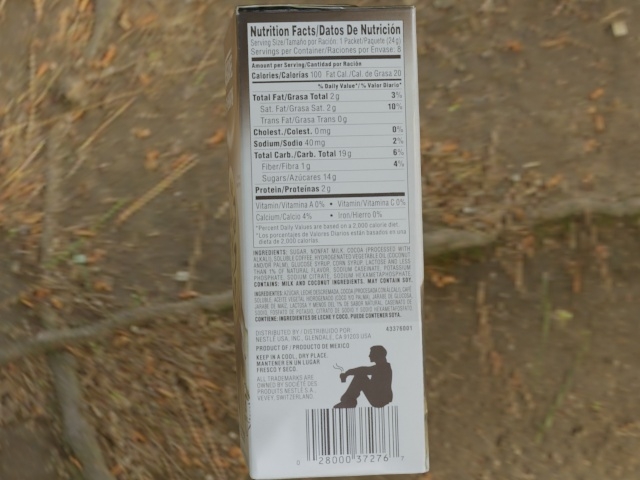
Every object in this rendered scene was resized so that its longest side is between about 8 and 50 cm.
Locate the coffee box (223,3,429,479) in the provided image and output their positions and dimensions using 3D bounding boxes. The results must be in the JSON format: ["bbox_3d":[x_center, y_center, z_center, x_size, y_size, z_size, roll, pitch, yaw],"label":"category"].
[{"bbox_3d":[0.000,0.000,1.128,0.119,0.168,0.297,-2,89,-5],"label":"coffee box"}]
